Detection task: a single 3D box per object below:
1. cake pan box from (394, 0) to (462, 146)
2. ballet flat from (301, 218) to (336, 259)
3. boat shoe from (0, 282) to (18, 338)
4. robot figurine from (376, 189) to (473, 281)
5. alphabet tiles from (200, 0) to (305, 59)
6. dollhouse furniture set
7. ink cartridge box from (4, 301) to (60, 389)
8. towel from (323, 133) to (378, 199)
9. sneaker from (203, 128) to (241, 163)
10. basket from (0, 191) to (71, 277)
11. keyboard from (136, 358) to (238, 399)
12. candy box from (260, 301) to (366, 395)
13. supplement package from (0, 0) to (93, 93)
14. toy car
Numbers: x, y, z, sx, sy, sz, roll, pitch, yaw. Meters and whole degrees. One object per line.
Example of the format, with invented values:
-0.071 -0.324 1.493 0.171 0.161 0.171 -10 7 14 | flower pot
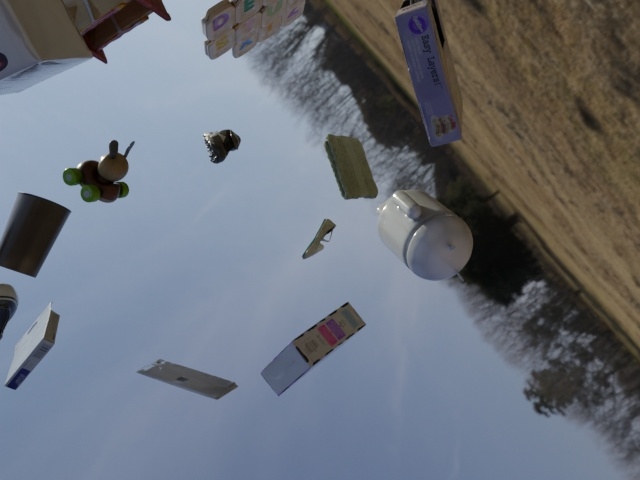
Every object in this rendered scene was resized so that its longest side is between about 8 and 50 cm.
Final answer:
0.218 -0.352 1.144 0.245 0.070 0.266 -69 -39 -59 | cake pan box
0.000 0.000 1.862 0.052 0.168 0.057 31 155 0 | ballet flat
-0.774 0.222 1.317 0.121 0.335 0.119 8 -132 -47 | boat shoe
0.298 -0.016 1.671 0.300 0.200 0.353 50 180 -36 | robot figurine
-0.081 -0.414 0.994 0.021 0.284 0.278 52 167 3 | alphabet tiles
-0.510 -0.621 1.289 0.373 0.201 0.152 67 -165 8 | dollhouse furniture set
-0.952 0.346 1.936 0.045 0.223 0.224 36 -168 -30 | ink cartridge box
0.066 -0.157 1.240 0.110 0.027 0.148 -7 -104 -43 | towel
-0.286 -0.287 1.720 0.234 0.106 0.078 -126 21 -66 | sneaker
-0.881 -0.013 1.764 0.204 0.226 0.154 5 162 45 | basket
-0.310 0.318 1.339 0.072 0.256 0.014 -29 -60 -53 | keyboard
-0.015 0.238 1.289 0.196 0.165 0.070 -29 -105 -43 | candy box
-0.474 -0.348 0.809 0.204 0.145 0.261 -96 -17 -71 | supplement package
-0.614 -0.217 1.679 0.149 0.188 0.155 41 -159 9 | toy car
